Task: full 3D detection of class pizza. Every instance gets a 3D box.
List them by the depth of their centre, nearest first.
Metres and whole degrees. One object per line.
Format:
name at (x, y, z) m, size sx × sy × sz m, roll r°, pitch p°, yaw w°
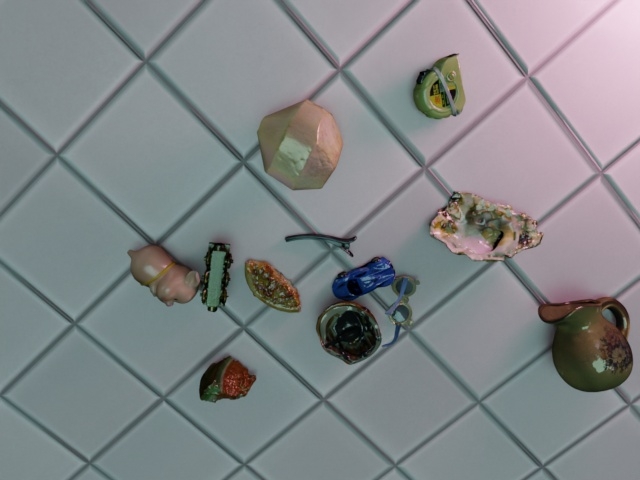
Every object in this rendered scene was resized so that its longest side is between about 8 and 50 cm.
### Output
pizza at (-0.159, 0.157, 1.810) m, size 0.127 × 0.058 × 0.246 m, roll -33°, pitch 109°, yaw 8°

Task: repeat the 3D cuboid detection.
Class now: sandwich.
sandwich at (-0.316, 0.485, 1.849) m, size 0.160 × 0.185 × 0.109 m, roll 39°, pitch 110°, yaw -10°

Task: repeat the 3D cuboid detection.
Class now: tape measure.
tape measure at (0.348, -0.435, 1.620) m, size 0.154 × 0.087 × 0.178 m, roll -21°, pitch 109°, yaw -8°

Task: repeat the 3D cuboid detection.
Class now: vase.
vase at (0.907, 0.310, 1.838) m, size 0.329 × 0.241 × 0.302 m, roll -25°, pitch 95°, yaw -23°

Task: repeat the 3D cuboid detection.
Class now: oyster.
oyster at (0.522, -0.026, 1.765) m, size 0.354 × 0.107 × 0.201 m, roll 17°, pitch 87°, yaw 5°

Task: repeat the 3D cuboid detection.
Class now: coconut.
coconut at (-0.065, -0.272, 1.585) m, size 0.259 × 0.259 × 0.259 m, roll -1°, pitch 108°, yaw -2°

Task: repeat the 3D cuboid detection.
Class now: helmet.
helmet at (0.094, 0.288, 1.826) m, size 0.224 × 0.130 × 0.198 m, roll 45°, pitch 100°, yaw -7°

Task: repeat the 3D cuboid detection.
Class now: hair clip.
hair clip at (0.000, 0.000, 1.782) m, size 0.229 × 0.039 × 0.070 m, roll 10°, pitch 107°, yaw 0°

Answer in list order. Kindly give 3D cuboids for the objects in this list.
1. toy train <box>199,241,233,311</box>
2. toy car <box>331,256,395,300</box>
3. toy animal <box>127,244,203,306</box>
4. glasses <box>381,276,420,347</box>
toy train at (-0.329, 0.107, 1.749) m, size 0.090 × 0.137 × 0.226 m, roll 7°, pitch 103°, yaw -11°
toy car at (0.141, 0.133, 1.811) m, size 0.216 × 0.063 × 0.103 m, roll -25°, pitch 108°, yaw 6°
toy animal at (-0.497, 0.108, 1.735) m, size 0.248 × 0.165 × 0.149 m, roll 29°, pitch 86°, yaw -4°
glasses at (0.230, 0.229, 1.784) m, size 0.088 × 0.220 × 0.190 m, roll 18°, pitch 118°, yaw 28°
